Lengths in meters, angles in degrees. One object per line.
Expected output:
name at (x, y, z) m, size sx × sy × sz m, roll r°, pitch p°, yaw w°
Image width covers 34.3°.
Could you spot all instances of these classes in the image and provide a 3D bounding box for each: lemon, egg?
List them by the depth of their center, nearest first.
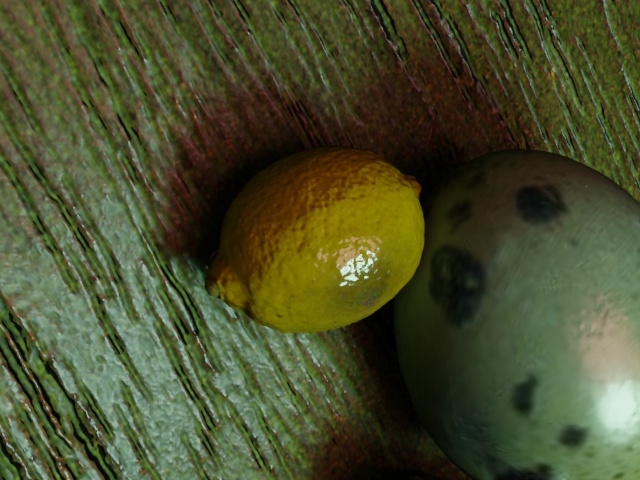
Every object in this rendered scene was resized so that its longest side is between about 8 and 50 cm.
lemon at (0.000, 0.000, 1.065) m, size 0.256 × 0.188 × 0.188 m, roll -29°, pitch 116°, yaw -16°
egg at (0.253, 0.102, 1.169) m, size 0.345 × 0.345 × 0.428 m, roll -38°, pitch 116°, yaw -22°

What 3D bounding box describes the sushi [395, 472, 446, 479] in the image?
sushi at (0.221, 0.400, 1.194) m, size 0.178 × 0.352 × 0.294 m, roll -68°, pitch 158°, yaw -8°
